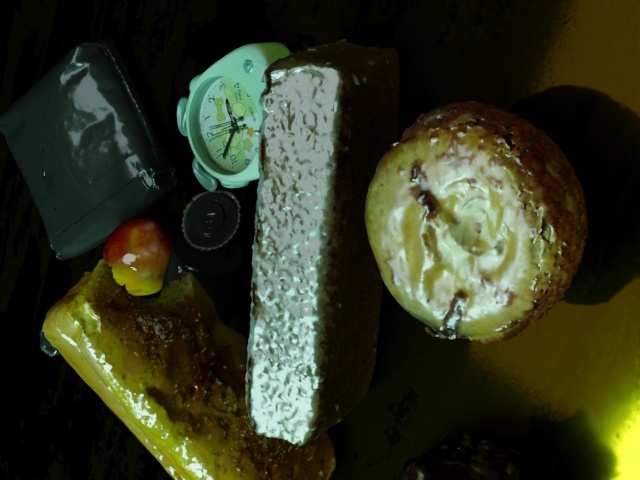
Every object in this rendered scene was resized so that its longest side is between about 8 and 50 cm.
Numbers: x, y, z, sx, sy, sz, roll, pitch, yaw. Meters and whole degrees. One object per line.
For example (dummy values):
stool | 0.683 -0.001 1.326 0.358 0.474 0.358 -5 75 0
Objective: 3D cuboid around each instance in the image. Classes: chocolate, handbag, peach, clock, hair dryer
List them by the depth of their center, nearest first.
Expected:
chocolate | 0.123 0.318 1.519 0.206 0.177 0.224 -16 81 31
clock | -0.094 -0.139 1.713 0.188 0.060 0.148 -20 87 42
hair dryer | -0.224 0.098 1.755 0.089 0.251 0.197 44 128 38
clock | -0.132 -0.024 1.769 0.074 0.010 0.083 -5 60 13
peach | -0.222 0.021 1.839 0.100 0.100 0.101 10 106 39
handbag | -0.310 -0.113 1.893 0.247 0.080 0.223 -32 79 41

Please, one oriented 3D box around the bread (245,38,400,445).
bread | 0.000 0.000 1.588 0.113 0.165 0.417 12 107 26

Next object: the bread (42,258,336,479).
bread | -0.135 0.166 1.661 0.380 0.185 0.109 51 146 -17

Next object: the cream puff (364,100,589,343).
cream puff | 0.156 -0.017 1.458 0.240 0.164 0.240 7 106 24

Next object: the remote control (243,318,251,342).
remote control | -0.079 0.169 1.779 0.072 0.042 0.222 34 120 29
